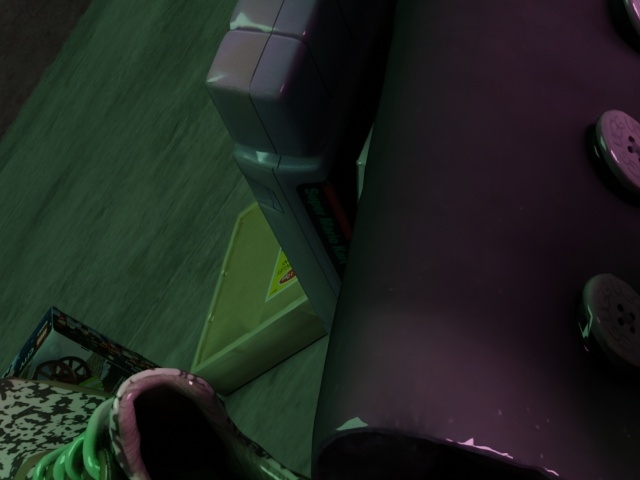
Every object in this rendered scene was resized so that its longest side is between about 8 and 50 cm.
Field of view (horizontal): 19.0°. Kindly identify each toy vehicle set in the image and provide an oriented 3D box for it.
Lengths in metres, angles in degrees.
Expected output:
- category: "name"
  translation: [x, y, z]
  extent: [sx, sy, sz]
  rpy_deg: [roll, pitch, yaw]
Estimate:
- category: "toy vehicle set"
  translation: [0.000, 0.000, 1.443]
  extent: [0.267, 0.035, 0.166]
  rpy_deg: [-35, 32, 48]

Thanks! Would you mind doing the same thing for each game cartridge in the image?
- category: "game cartridge"
  translation: [0.040, -0.075, 1.113]
  extent: [0.068, 0.355, 0.230]
  rpy_deg: [7, 63, 19]

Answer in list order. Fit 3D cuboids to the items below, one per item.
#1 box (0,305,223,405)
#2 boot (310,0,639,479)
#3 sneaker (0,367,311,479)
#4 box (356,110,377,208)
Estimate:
- category: "box"
  translation: [-0.203, 0.184, 1.486]
  extent: [0.233, 0.159, 0.044]
  rpy_deg: [-54, 20, 15]
- category: "boot"
  translation: [0.043, -0.082, 0.793]
  extent: [0.146, 0.367, 0.445]
  rpy_deg: [-34, 36, 48]
- category: "sneaker"
  translation: [-0.061, 0.119, 0.870]
  extent: [0.158, 0.182, 0.410]
  rpy_deg: [-24, 30, -28]
- category: "box"
  translation: [0.143, -0.108, 1.034]
  extent: [0.087, 0.169, 0.290]
  rpy_deg: [88, -157, -59]
